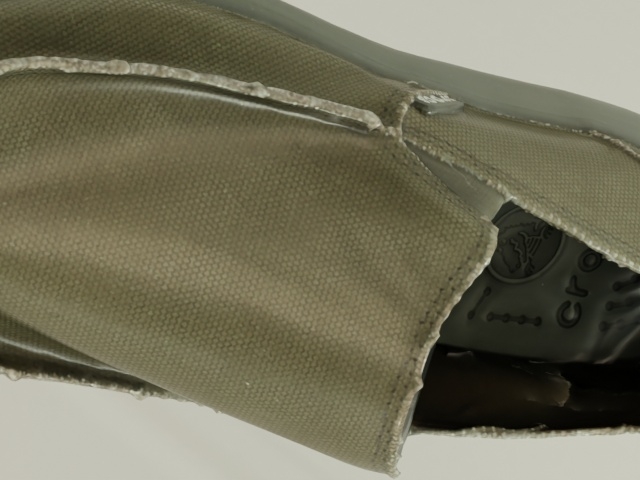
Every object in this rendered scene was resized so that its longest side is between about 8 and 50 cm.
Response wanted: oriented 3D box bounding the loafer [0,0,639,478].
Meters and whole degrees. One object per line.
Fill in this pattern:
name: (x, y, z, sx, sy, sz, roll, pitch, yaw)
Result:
loafer: (0.000, 0.000, 0.456, 0.251, 0.087, 0.094, 4, 120, -27)
